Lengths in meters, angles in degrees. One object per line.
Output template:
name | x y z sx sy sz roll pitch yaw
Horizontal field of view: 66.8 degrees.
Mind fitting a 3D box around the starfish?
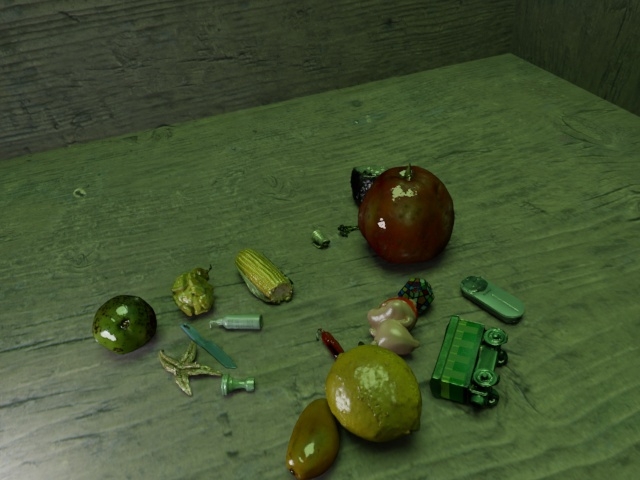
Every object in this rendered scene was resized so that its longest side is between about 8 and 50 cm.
starfish | -0.453 0.415 1.651 0.138 0.050 0.247 -30 47 -28

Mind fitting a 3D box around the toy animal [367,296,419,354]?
toy animal | 0.248 0.280 1.618 0.171 0.171 0.198 -1 46 9

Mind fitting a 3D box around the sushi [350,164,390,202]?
sushi | 0.293 -0.245 2.247 0.350 0.171 0.211 19 27 33

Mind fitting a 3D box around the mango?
mango | -0.011 0.550 1.360 0.138 0.113 0.253 1 32 17

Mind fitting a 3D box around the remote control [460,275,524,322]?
remote control | 0.608 0.206 1.730 0.104 0.052 0.247 -27 42 -25

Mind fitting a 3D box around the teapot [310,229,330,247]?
teapot | 0.000 0.000 2.093 0.083 0.057 0.067 40 96 39

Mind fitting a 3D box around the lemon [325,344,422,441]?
lemon | 0.153 0.434 1.371 0.253 0.254 0.310 -33 51 -28

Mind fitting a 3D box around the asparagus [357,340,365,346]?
asparagus | 0.147 0.395 1.589 0.036 0.030 0.165 -19 39 3

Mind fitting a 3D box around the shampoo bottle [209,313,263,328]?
shampoo bottle | -0.310 0.296 1.769 0.195 0.056 0.056 0 39 8

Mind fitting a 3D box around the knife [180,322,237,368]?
knife | -0.400 0.372 1.724 0.313 0.019 0.044 29 49 35

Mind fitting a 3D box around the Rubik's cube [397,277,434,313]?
Rubik's cube | 0.343 0.198 1.737 0.111 0.133 0.133 -24 34 21

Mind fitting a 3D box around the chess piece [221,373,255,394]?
chess piece | -0.263 0.461 1.555 0.103 0.067 0.067 1 38 -4

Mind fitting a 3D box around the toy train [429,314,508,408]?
toy train | 0.462 0.375 1.495 0.202 0.120 0.301 9 41 25

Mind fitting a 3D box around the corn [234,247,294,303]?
corn | -0.225 0.136 1.917 0.123 0.122 0.305 -3 31 -42

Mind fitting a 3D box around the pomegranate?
pomegranate | -0.700 0.298 1.751 0.214 0.214 0.248 -20 3 -15

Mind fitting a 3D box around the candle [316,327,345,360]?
candle | 0.035 0.355 1.655 0.053 0.048 0.162 10 25 -38

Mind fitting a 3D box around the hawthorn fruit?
hawthorn fruit | 0.341 -0.126 1.924 0.402 0.403 0.403 -5 39 4

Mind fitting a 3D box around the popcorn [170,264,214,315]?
popcorn | -0.478 0.191 1.861 0.168 0.174 0.195 31 11 -9

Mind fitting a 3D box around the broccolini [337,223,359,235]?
broccolini | 0.170 -0.066 2.142 0.194 0.054 0.052 -16 6 0
